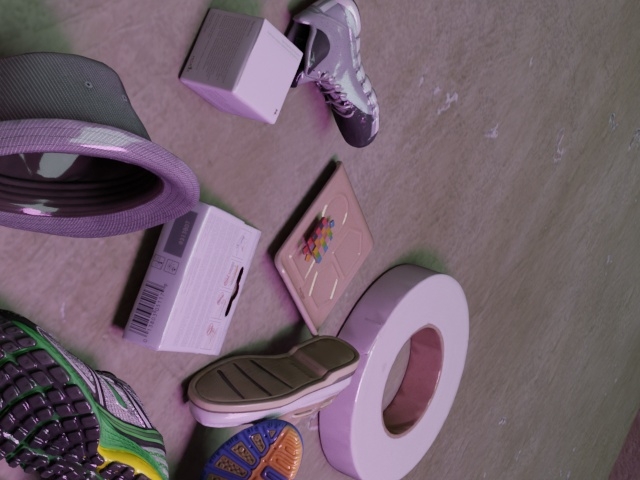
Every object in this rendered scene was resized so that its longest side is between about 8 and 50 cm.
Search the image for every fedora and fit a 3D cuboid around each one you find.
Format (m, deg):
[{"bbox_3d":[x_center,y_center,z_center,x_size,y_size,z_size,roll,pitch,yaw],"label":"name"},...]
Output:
[{"bbox_3d":[-0.254,-0.100,1.109,0.275,0.244,0.124,15,64,-50],"label":"fedora"}]

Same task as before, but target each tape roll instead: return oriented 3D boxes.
[{"bbox_3d":[0.134,0.233,1.976,0.392,0.072,0.392,-31,130,-46],"label":"tape roll"}]

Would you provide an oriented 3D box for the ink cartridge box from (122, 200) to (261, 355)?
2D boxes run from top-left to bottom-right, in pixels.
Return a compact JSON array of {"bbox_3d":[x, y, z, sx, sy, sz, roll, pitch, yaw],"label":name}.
[{"bbox_3d":[-0.159,0.052,1.469,0.232,0.066,0.189,33,76,-79],"label":"ink cartridge box"}]

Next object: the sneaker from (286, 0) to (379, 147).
[{"bbox_3d":[0.001,-0.212,1.546,0.132,0.086,0.228,-36,124,-37],"label":"sneaker"}]

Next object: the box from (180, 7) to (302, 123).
[{"bbox_3d":[-0.094,-0.210,1.380,0.101,0.087,0.102,34,77,-58],"label":"box"}]

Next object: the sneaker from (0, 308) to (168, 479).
[{"bbox_3d":[-0.286,0.193,1.281,0.146,0.134,0.343,-103,167,-50],"label":"sneaker"}]

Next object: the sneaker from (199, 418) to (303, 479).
[{"bbox_3d":[-0.114,0.356,1.595,0.296,0.112,0.131,-55,169,17],"label":"sneaker"}]

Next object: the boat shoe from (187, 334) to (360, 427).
[{"bbox_3d":[-0.065,0.222,1.618,0.302,0.113,0.103,-9,127,-44],"label":"boat shoe"}]

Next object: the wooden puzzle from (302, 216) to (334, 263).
[{"bbox_3d":[0.000,0.000,1.641,0.083,0.006,0.049,-59,146,-28],"label":"wooden puzzle"}]

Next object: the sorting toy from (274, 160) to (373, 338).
[{"bbox_3d":[0.004,0.014,1.702,0.208,0.038,0.193,-60,147,-27],"label":"sorting toy"}]
